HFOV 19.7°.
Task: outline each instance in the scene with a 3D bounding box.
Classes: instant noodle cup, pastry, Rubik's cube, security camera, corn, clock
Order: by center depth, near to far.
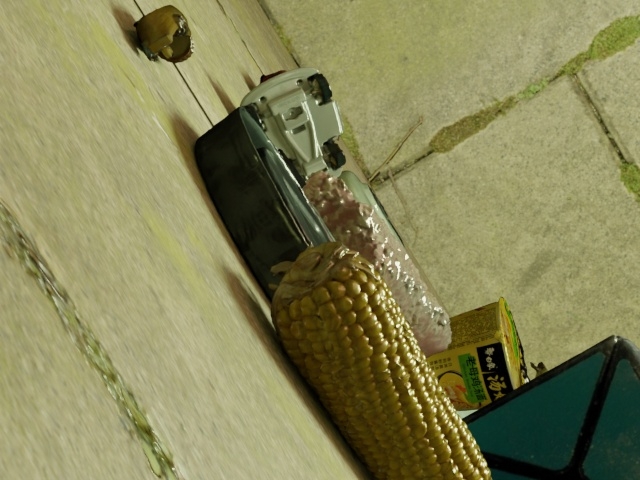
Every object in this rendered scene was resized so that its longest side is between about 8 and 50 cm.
[{"bbox_3d":[0.052,0.130,1.492,0.293,0.106,0.106,60,4,-23],"label":"corn"},{"bbox_3d":[-0.022,0.010,1.664,0.280,0.055,0.280,59,5,-8],"label":"clock"},{"bbox_3d":[0.289,0.290,1.908,0.260,0.259,0.255,61,7,32],"label":"Rubik's cube"},{"bbox_3d":[0.056,0.049,1.916,0.265,0.103,0.112,51,3,-41],"label":"pastry"},{"bbox_3d":[0.198,0.159,2.382,0.151,0.122,0.151,-15,90,-78],"label":"instant noodle cup"},{"bbox_3d":[0.087,0.045,2.418,0.301,0.080,0.157,59,4,-29],"label":"security camera"}]

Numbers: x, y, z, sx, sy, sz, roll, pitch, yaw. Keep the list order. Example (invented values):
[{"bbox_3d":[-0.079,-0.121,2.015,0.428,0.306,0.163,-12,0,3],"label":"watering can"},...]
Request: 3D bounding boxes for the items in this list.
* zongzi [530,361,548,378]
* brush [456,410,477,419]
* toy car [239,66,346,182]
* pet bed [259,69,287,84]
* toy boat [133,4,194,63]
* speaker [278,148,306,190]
[{"bbox_3d":[0.275,0.274,2.251,0.228,0.115,0.256,-1,74,-62],"label":"zongzi"},{"bbox_3d":[0.232,0.285,2.551,0.060,0.068,0.297,95,-25,-60],"label":"brush"},{"bbox_3d":[-0.037,-0.128,2.129,0.139,0.112,0.112,68,-13,-13],"label":"toy car"},{"bbox_3d":[-0.027,-0.150,2.550,0.201,0.053,0.201,64,3,-5],"label":"pet bed"},{"bbox_3d":[-0.141,-0.188,1.700,0.049,0.047,0.149,59,4,-3],"label":"toy boat"},{"bbox_3d":[0.000,0.000,1.983,0.218,0.044,0.082,54,7,-41],"label":"speaker"}]
